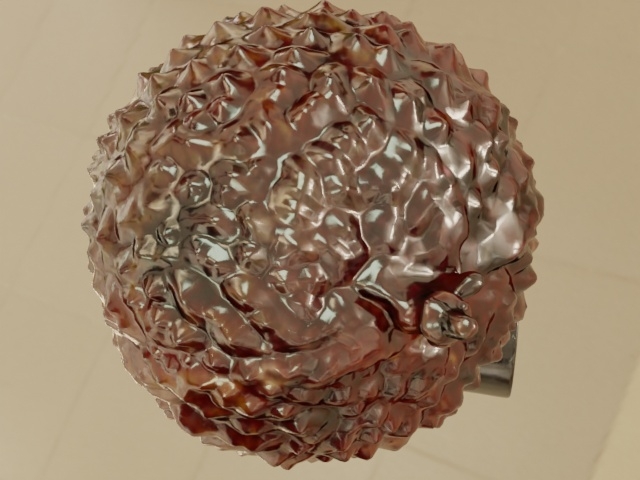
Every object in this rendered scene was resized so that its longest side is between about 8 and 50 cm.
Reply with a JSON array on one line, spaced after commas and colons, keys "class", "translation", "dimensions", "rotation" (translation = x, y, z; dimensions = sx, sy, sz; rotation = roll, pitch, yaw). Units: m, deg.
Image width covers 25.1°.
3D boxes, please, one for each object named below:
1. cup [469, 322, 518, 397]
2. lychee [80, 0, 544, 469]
[{"class": "cup", "translation": [0.139, 0.108, 1.695], "dimensions": [0.176, 0.239, 0.166], "rotation": [4, 66, 5]}, {"class": "lychee", "translation": [0.000, 0.000, 1.288], "dimensions": [0.425, 0.424, 0.500], "rotation": [-52, 35, 4]}]
